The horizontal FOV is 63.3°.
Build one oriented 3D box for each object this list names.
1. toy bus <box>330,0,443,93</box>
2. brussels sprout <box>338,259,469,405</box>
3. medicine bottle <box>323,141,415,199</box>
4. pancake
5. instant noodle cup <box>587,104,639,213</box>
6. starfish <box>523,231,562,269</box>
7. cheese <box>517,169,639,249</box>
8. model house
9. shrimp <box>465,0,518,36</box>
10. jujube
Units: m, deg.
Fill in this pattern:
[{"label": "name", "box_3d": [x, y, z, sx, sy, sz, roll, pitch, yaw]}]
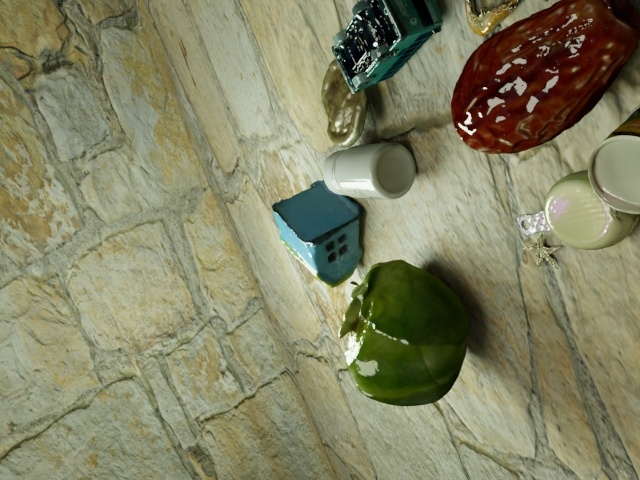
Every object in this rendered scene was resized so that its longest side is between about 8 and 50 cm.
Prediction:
[{"label": "toy bus", "box_3d": [0.132, -0.422, 1.067, 0.128, 0.147, 0.256, 64, 161, 0]}, {"label": "brussels sprout", "box_3d": [0.227, 0.235, 1.342, 0.276, 0.315, 0.371, 55, -151, -51]}, {"label": "medicine bottle", "box_3d": [0.117, -0.178, 1.340, 0.252, 0.145, 0.144, 11, 123, 58]}, {"label": "pancake", "box_3d": [0.056, -0.358, 1.336, 0.222, 0.042, 0.236, -170, 79, -64]}, {"label": "instant noodle cup", "box_3d": [0.460, -0.110, 0.725, 0.151, 0.122, 0.151, 46, 152, 33]}, {"label": "starfish", "box_3d": [0.436, 0.017, 1.029, 0.086, 0.016, 0.092, 31, 145, 49]}, {"label": "cheese", "box_3d": [0.435, -0.044, 0.913, 0.227, 0.064, 0.137, -22, 90, 65]}, {"label": "model house", "box_3d": [0.000, 0.000, 1.679, 0.237, 0.216, 0.303, 44, 153, 37]}, {"label": "shrimp", "box_3d": [0.294, -0.409, 0.898, 0.127, 0.025, 0.091, 6, 117, 66]}, {"label": "jujube", "box_3d": [0.325, -0.247, 0.788, 0.290, 0.197, 0.197, -39, 77, 50]}]
